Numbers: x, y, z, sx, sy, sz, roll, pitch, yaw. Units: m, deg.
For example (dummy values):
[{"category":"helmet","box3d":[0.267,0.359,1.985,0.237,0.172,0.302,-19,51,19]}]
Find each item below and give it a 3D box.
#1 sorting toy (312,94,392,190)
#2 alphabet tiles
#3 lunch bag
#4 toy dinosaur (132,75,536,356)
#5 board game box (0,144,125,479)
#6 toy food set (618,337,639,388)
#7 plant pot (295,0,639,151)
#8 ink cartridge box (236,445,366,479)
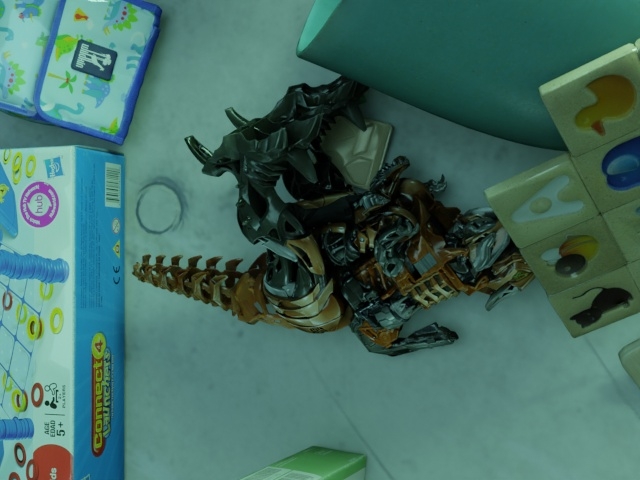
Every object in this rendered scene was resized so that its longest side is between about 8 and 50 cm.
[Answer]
[{"category":"sorting toy","box3d":[0.029,-0.087,0.848,0.062,0.012,0.083,18,96,20]},{"category":"alphabet tiles","box3d":[0.288,-0.049,0.638,0.343,0.285,0.011,-25,44,17]},{"category":"lunch bag","box3d":[-0.225,-0.163,0.903,0.151,0.096,0.128,17,92,5]},{"category":"toy dinosaur","box3d":[0.000,0.000,0.787,0.322,0.164,0.218,-17,108,3]},{"category":"board game box","box3d":[-0.328,0.074,0.931,0.302,0.086,0.308,-1,88,19]},{"category":"toy food set","box3d":[0.331,0.148,0.620,0.220,0.092,0.306,-31,44,22]},{"category":"plant pot","box3d":[0.155,-0.193,0.670,0.235,0.293,0.293,28,99,-11]},{"category":"ink cartridge box","box3d":[-0.020,0.286,0.771,0.056,0.171,0.235,5,90,20]}]
